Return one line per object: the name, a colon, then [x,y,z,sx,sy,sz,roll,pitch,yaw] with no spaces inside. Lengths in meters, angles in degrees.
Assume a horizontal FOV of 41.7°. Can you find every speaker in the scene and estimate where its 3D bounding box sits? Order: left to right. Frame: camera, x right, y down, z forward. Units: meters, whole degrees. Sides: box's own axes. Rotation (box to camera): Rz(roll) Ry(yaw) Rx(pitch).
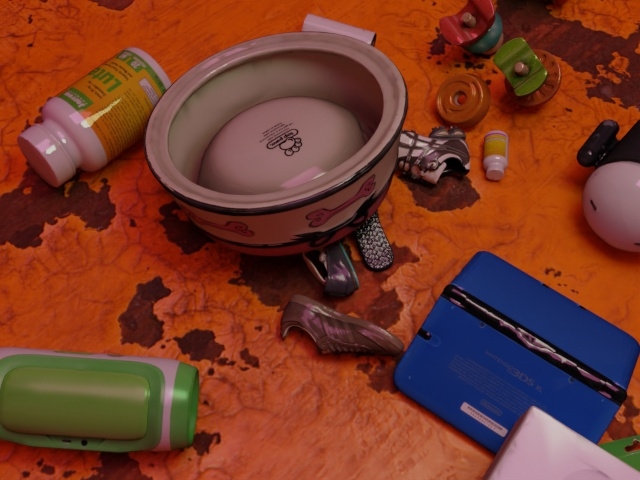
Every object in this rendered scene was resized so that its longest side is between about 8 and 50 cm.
speaker: [-0.319,0.215,1.137,0.296,0.131,0.131,4,58,-2]
speaker: [0.033,-0.382,1.574,0.136,0.055,0.055,18,59,7]

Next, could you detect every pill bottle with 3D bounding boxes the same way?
pill bottle: [-0.368,-0.199,1.382,0.136,0.136,0.245,38,63,18]
pill bottle: [0.304,-0.147,1.454,0.043,0.043,0.083,9,58,1]

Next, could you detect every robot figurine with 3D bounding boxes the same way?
robot figurine: [0.549,-0.102,1.374,0.278,0.174,0.209,-43,35,-26]

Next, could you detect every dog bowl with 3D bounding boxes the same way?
dog bowl: [-0.060,-0.147,1.315,0.407,0.150,0.408,-7,47,7]

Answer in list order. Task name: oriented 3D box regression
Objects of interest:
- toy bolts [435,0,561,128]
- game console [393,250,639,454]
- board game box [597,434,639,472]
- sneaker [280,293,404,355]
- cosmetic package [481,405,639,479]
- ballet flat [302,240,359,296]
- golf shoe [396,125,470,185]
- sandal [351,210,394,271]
toy bolts: [0.306,-0.315,1.538,0.218,0.158,0.229,-33,71,22]
game console: [0.298,0.183,1.261,0.293,0.173,0.250,32,93,15]
board game box: [0.475,0.392,1.140,0.124,0.039,0.260,-10,62,-11]
sneaker: [0.029,0.146,1.253,0.188,0.066,0.071,21,76,15]
cosmetic package: [0.298,0.372,1.056,0.224,0.138,0.225,32,74,15]
ballet flat: [0.000,0.000,1.328,0.074,0.074,0.203,-13,62,-12]
golf shoe: [0.162,-0.138,1.420,0.198,0.077,0.094,-10,60,-9]
sandal: [0.070,-0.030,1.374,0.067,0.040,0.179,-15,75,-7]
